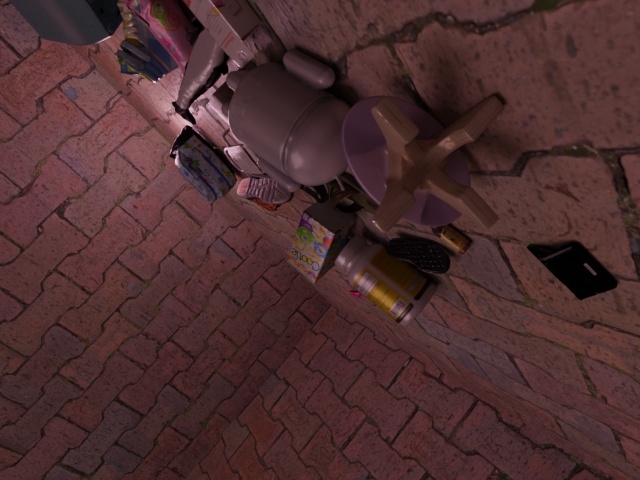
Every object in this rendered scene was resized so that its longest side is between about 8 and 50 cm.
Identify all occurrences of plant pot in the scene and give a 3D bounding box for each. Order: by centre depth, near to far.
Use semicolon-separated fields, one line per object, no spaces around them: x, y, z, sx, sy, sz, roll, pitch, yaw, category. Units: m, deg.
-0.701;-0.722;1.142;0.252;0.247;0.248;21;164;8;plant pot

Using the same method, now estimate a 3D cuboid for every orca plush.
-0.279;-0.425;1.033;0.102;0.287;0.151;-8;-130;-45;orca plush

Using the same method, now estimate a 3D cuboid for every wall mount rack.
-0.195;-0.280;1.409;0.304;0.130;0.350;51;164;-27;wall mount rack

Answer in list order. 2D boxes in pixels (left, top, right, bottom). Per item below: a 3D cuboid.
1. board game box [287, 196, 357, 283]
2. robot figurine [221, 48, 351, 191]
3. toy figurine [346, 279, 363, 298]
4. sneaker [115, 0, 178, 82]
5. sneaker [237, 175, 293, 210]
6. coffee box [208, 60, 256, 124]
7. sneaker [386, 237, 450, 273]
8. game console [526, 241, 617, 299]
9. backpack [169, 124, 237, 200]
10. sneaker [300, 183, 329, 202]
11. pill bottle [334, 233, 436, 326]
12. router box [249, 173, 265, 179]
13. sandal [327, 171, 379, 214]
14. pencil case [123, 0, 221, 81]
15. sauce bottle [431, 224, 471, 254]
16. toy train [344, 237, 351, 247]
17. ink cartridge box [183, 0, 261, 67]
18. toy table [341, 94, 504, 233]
0.000;0.000;1.455;0.144;0.142;0.275;37;137;16;board game box
-0.060;-0.254;0.889;0.353;0.200;0.299;36;133;19;robot figurine
0.176;0.167;1.736;0.173;0.159;0.130;43;167;-4;toy figurine
-0.519;-0.585;1.105;0.127;0.208;0.319;32;164;41;sneaker
-0.201;-0.199;1.746;0.321;0.124;0.180;15;173;41;sneaker
-0.155;-0.328;1.068;0.246;0.141;0.098;44;167;-19;coffee box
0.301;0.042;1.185;0.097;0.084;0.235;20;-177;-37;sneaker
0.479;0.048;0.769;0.122;0.071;0.107;42;138;-7;game console
-0.603;-0.376;2.066;0.356;0.273;0.290;32;164;-19;backpack
-0.094;-0.205;1.189;0.283;0.124;0.107;52;161;12;sneaker
0.222;0.131;1.412;0.334;0.188;0.188;39;167;13;pill bottle
-0.309;-0.325;1.766;0.092;0.038;0.122;22;158;54;router box
0.087;-0.123;1.168;0.303;0.086;0.120;32;165;37;sandal
-0.379;-0.540;1.054;0.124;0.124;0.284;28;163;45;pencil case
0.307;-0.018;0.981;0.128;0.042;0.042;37;167;8;sauce bottle
0.053;-0.020;1.628;0.248;0.105;0.143;40;-179;2;toy train
-0.203;-0.481;0.852;0.198;0.067;0.115;48;166;-24;ink cartridge box
0.160;-0.124;0.652;0.274;0.252;0.161;31;-174;-11;toy table
